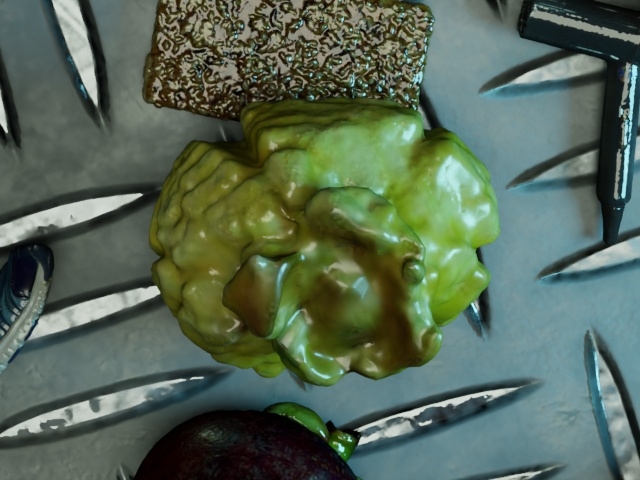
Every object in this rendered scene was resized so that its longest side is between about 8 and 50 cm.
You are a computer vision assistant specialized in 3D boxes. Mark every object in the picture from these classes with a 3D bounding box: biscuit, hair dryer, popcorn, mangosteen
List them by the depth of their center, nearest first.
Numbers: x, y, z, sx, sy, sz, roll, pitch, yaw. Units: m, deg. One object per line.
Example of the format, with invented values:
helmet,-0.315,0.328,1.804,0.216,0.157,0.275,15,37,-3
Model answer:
popcorn,0.000,0.000,1.265,0.258,0.270,0.224,2,105,42
mangosteen,-0.053,0.226,1.326,0.216,0.216,0.216,0,100,-2
biscuit,-0.027,-0.153,1.339,0.231,0.025,0.131,9,99,-4
hair dryer,0.230,-0.099,1.351,0.173,0.050,0.194,15,102,-3

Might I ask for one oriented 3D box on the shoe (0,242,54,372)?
shoe,-0.302,0.072,1.333,0.207,0.091,0.106,-40,104,8
